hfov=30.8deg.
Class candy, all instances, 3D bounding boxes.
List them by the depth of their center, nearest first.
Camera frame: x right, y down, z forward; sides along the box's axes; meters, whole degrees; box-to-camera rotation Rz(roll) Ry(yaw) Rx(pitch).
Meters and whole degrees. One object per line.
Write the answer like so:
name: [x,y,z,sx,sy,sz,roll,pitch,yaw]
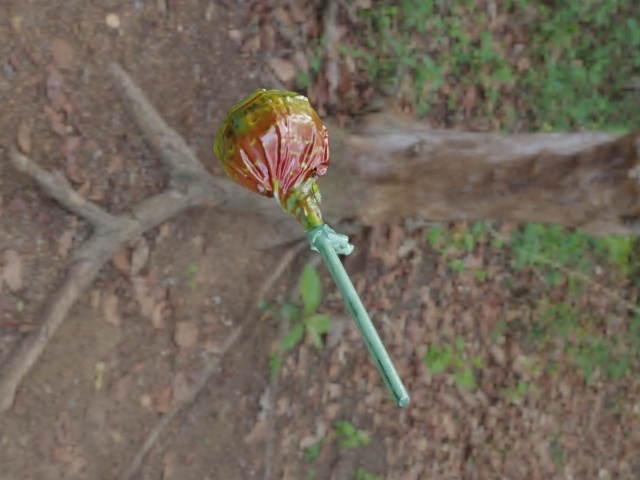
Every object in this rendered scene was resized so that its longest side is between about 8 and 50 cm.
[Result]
candy: [0.000,0.000,0.579,0.060,0.060,0.201,36,22,-54]
